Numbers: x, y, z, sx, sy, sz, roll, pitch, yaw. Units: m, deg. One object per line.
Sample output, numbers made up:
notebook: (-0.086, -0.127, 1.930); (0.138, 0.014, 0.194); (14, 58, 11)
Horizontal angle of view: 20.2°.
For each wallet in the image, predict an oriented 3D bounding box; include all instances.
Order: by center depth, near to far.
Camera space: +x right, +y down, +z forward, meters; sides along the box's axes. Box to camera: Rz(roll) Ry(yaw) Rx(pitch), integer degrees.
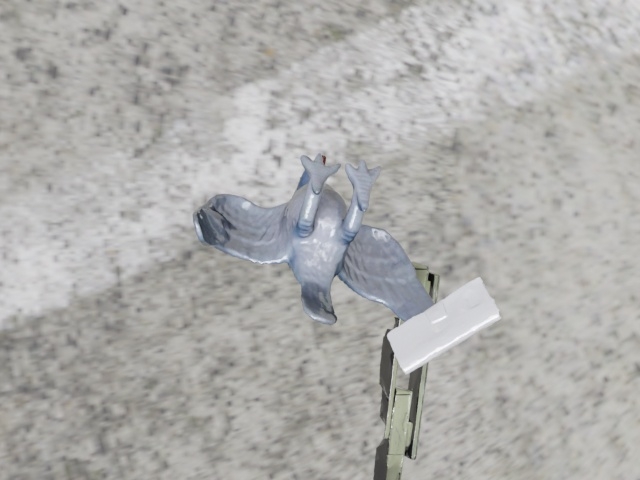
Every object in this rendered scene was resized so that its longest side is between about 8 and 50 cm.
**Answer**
wallet: (0.090, 0.062, 1.308); (0.083, 0.011, 0.044); (-32, 43, 8)

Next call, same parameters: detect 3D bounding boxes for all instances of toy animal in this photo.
toy animal: (0.000, 0.000, 1.605); (0.239, 0.255, 0.176); (17, 138, -8)

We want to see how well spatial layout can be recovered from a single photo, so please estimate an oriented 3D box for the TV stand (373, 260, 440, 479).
TV stand: (0.076, 0.142, 1.720); (0.036, 0.042, 0.249); (17, 102, 60)
